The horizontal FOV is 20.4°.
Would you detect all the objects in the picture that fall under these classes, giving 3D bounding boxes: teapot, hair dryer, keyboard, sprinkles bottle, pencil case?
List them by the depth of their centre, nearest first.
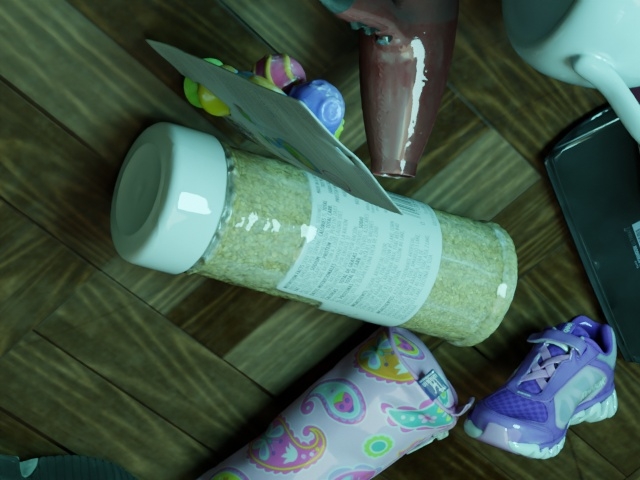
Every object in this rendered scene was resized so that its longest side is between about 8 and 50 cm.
[{"bbox_3d":[0.267,-0.219,1.377,0.187,0.252,0.256,14,110,-16],"label":"teapot"},{"bbox_3d":[0.036,-0.178,1.378,0.080,0.223,0.293,7,128,32],"label":"hair dryer"},{"bbox_3d":[0.000,0.000,1.536,0.355,0.121,0.121,16,119,-29],"label":"sprinkles bottle"},{"bbox_3d":[0.005,0.200,1.692,0.284,0.124,0.124,-39,129,12],"label":"pencil case"},{"bbox_3d":[0.341,-0.023,1.707,0.201,0.033,0.317,-26,131,3],"label":"keyboard"}]

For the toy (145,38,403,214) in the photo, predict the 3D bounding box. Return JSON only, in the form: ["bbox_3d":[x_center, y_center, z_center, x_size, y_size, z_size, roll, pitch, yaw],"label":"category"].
[{"bbox_3d":[-0.028,-0.107,1.382,0.056,0.237,0.137,-53,127,-11],"label":"toy"}]

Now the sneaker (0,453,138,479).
[{"bbox_3d":[-0.284,0.275,1.661,0.330,0.122,0.146,19,135,-32],"label":"sneaker"}]

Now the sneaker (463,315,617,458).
[{"bbox_3d":[0.218,0.133,1.703,0.236,0.095,0.105,-21,128,-54],"label":"sneaker"}]

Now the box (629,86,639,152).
[{"bbox_3d":[0.402,-0.138,1.557,0.243,0.117,0.214,-23,122,-9],"label":"box"}]
